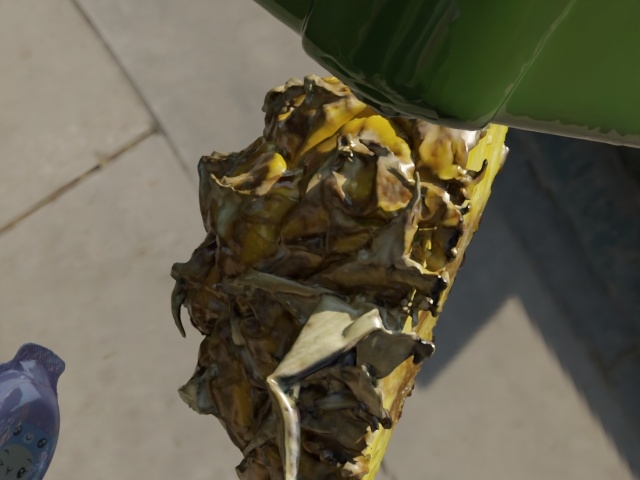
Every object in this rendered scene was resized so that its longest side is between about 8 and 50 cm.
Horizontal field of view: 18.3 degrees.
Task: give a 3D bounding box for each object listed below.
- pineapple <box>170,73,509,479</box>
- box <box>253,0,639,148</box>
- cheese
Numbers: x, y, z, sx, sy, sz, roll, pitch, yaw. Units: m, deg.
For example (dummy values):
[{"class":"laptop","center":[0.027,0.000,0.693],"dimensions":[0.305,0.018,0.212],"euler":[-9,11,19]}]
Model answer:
[{"class":"pineapple","center":[0.001,-0.002,1.038],"dimensions":[0.161,0.158,0.334],"euler":[24,83,2]},{"class":"box","center":[0.030,-0.165,0.656],"dimensions":[0.253,0.178,0.328],"euler":[3,32,-48]},{"class":"cheese","center":[-0.203,0.144,1.127],"dimensions":[0.191,0.042,0.105],"euler":[-60,149,-5]}]
